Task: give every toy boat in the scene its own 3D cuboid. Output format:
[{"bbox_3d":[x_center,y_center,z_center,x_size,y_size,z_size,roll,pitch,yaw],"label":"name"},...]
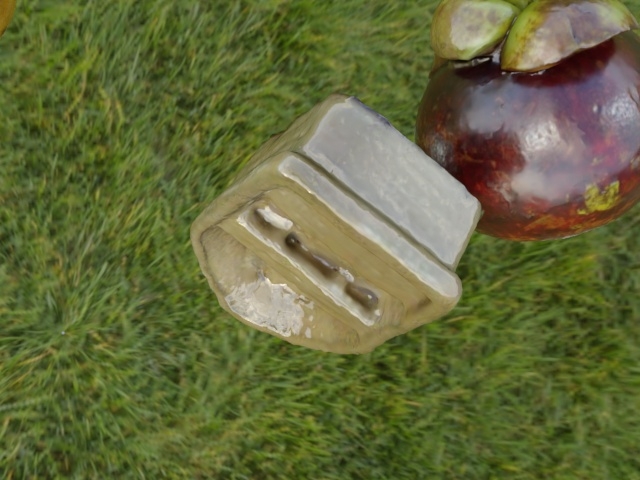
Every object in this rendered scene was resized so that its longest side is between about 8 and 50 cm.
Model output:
[{"bbox_3d":[0.000,0.000,0.612,0.116,0.188,0.061,37,64,-10],"label":"toy boat"}]

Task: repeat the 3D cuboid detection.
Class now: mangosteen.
[{"bbox_3d":[0.126,-0.092,0.674,0.146,0.156,0.181,-8,93,-44],"label":"mangosteen"}]

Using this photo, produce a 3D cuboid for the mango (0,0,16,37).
[{"bbox_3d":[-0.274,-0.167,0.721,0.178,0.090,0.115,22,88,-18],"label":"mango"}]
